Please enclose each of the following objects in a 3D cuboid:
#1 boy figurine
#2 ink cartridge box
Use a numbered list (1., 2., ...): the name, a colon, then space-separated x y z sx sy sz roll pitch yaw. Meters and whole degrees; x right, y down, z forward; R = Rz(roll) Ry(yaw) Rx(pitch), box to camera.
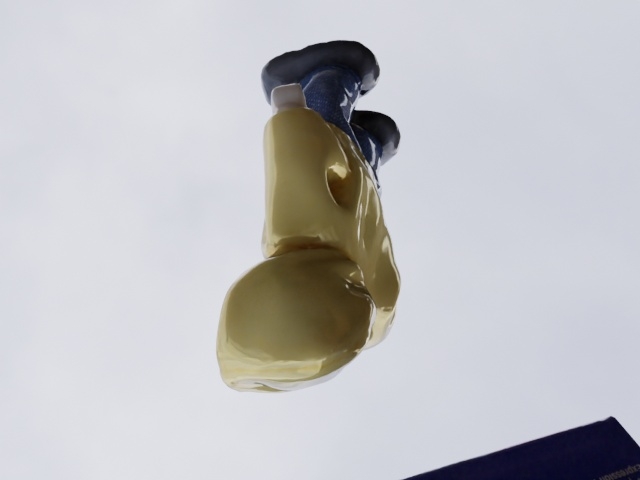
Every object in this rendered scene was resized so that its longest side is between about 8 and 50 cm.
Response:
1. boy figurine: 0.000 0.000 1.181 0.092 0.177 0.285 -9 -143 14
2. ink cartridge box: 0.065 0.182 1.129 0.176 0.371 0.069 -13 -106 -29
